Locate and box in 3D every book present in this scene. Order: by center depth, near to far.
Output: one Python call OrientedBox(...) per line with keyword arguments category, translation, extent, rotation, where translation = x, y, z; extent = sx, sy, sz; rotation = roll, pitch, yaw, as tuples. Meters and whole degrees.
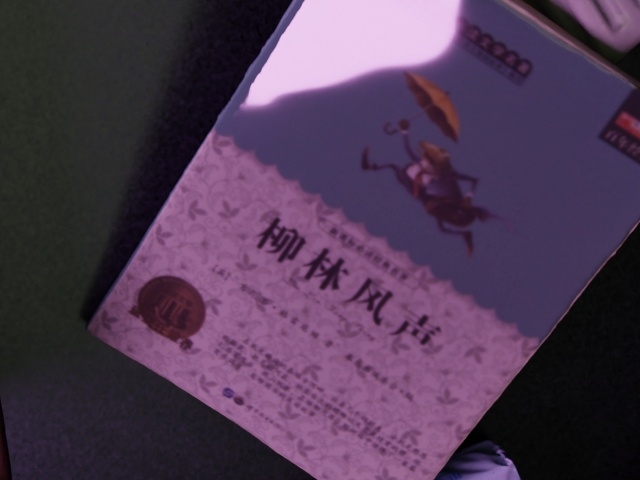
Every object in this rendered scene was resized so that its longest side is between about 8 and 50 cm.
OrientedBox(category="book", translation=(0.039, -0.006, 1.243), extent=(0.264, 0.031, 0.379), rotation=(33, 119, -2))

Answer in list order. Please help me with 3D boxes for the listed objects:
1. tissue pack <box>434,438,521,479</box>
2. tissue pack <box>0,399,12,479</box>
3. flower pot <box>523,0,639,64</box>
OrientedBox(category="tissue pack", translation=(0.039, 0.275, 1.393), extent=(0.263, 0.089, 0.177), rotation=(-20, 105, -10))
OrientedBox(category="tissue pack", translation=(-0.333, -0.004, 1.145), extent=(0.198, 0.210, 0.370), rotation=(-16, 109, -34))
OrientedBox(category="flower pot", translation=(0.154, -0.236, 1.240), extent=(0.209, 0.239, 0.190), rotation=(-27, 110, 26))
